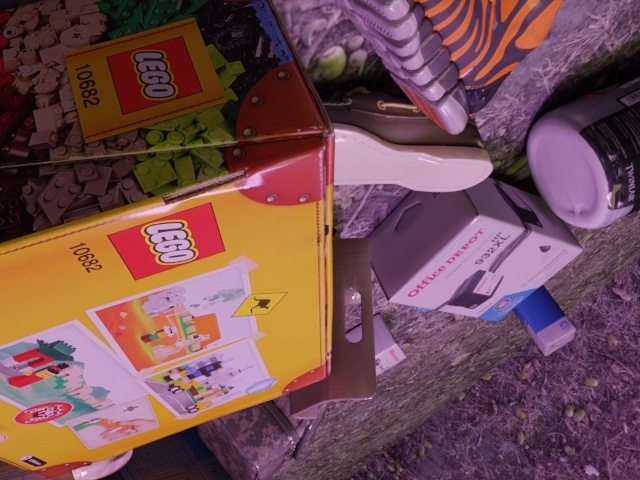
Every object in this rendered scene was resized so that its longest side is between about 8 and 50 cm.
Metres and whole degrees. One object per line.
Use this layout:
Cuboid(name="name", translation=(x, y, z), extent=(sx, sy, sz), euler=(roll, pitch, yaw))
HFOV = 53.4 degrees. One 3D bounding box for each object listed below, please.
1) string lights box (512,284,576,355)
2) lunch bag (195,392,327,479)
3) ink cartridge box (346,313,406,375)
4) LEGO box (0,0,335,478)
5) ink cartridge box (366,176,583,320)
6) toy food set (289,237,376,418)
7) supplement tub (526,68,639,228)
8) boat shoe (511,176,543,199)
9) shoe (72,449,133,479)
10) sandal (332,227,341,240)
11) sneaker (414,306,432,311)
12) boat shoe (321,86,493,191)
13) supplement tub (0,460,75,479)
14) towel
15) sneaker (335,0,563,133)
Cuboid(name="string lights box", translation=(0.456, 0.121, 1.425), extent=(0.076, 0.260, 0.133), euler=(-33, 155, 5))
Cuboid(name="lunch bag", translation=(-0.102, 0.351, 1.319), extent=(0.256, 0.212, 0.305), euler=(-37, 160, -28))
Cuboid(name="ink cartridge box", translation=(0.083, 0.279, 1.501), extent=(0.212, 0.093, 0.154), euler=(-33, 154, 1))
Cuboid(name="LEGO box", translation=(-0.190, 0.036, 0.614), extent=(0.372, 0.193, 0.500), euler=(-18, 152, -10))
Cuboid(name="ink cartridge box", translation=(0.266, 0.014, 1.107), extent=(0.307, 0.129, 0.223), euler=(13, 131, -38))
Cuboid(name="toy food set", translation=(0.016, 0.148, 0.972), extent=(0.092, 0.220, 0.306), euler=(3, 159, -13))
Cuboid(name="supplement tub", translation=(0.533, -0.173, 1.046), extent=(0.337, 0.207, 0.207), euler=(-25, 154, -11))
Cuboid(name="boat shoe", translation=(0.409, -0.079, 1.239), extent=(0.206, 0.073, 0.073), euler=(-16, 147, -13))
Cuboid(name="shoe", translation=(-0.445, 0.405, 1.176), extent=(0.219, 0.077, 0.058), euler=(-1, 145, -43))
Cuboid(name="sandal", translation=(0.000, 0.000, 0.960), extent=(0.072, 0.049, 0.180), euler=(-8, 159, 17))
Cuboid(name="sneaker", translation=(0.227, 0.117, 1.367), extent=(0.240, 0.091, 0.126), euler=(2, 140, -50))
Cuboid(name="boat shoe", translation=(0.061, -0.123, 0.749), extent=(0.304, 0.091, 0.109), euler=(4, 155, -23))
Cuboid(name="supplement tub", translation=(-0.450, 0.403, 0.872), extent=(0.241, 0.331, 0.241), euler=(-25, 153, -13))
Cuboid(name="towel", translation=(-0.281, 0.507, 1.319), extent=(0.370, 0.271, 0.040), euler=(5, 120, -50))
Cuboid(name="sneaker", translation=(0.117, -0.246, 0.584), extent=(0.180, 0.125, 0.321), euler=(-45, 148, 7))
